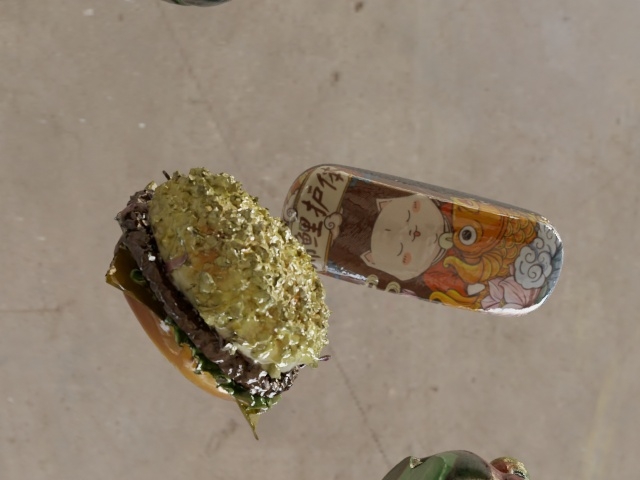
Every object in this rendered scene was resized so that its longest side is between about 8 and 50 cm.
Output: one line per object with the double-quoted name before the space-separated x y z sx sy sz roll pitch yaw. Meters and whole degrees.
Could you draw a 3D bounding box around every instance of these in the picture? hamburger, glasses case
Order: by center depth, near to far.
"hamburger" -0.081 0.037 1.227 0.138 0.262 0.243 -36 111 11
"glasses case" 0.113 0.001 1.500 0.320 0.082 0.122 13 110 -9

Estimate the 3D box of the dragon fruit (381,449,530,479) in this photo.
"dragon fruit" 0.122 0.333 1.454 0.130 0.268 0.295 44 55 -12

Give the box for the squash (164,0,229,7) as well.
"squash" -0.080 -0.306 1.100 0.252 0.252 0.165 -56 147 -18
